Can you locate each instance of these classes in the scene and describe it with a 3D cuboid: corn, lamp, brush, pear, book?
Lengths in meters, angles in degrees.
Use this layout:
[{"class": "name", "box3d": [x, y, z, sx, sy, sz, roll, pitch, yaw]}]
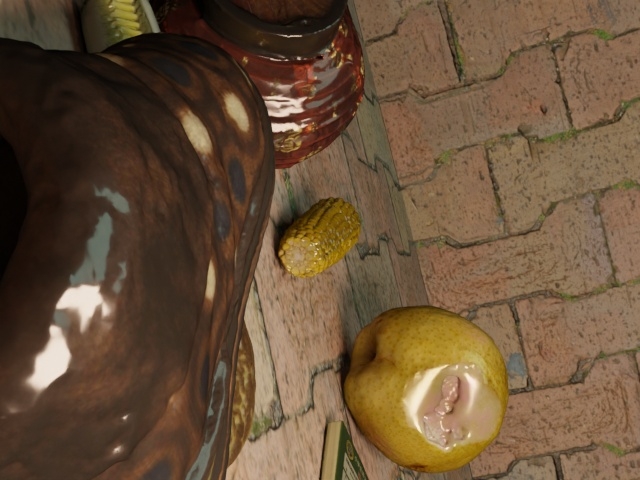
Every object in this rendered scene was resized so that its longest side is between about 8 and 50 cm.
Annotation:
[{"class": "corn", "box3d": [0.001, -0.005, 1.222, 0.260, 0.091, 0.091, -48, 144, -71]}, {"class": "lamp", "box3d": [-0.071, -0.176, 0.836, 0.247, 0.247, 0.246, -15, 90, -77]}, {"class": "brush", "box3d": [-0.192, -0.217, 0.735, 0.060, 0.068, 0.296, -3, 74, -55]}, {"class": "pear", "box3d": [0.165, 0.231, 1.322, 0.271, 0.271, 0.271, -15, 90, -77]}, {"class": "book", "box3d": [0.040, 0.397, 1.083, 0.264, 0.027, 0.202, -79, 151, -60]}]

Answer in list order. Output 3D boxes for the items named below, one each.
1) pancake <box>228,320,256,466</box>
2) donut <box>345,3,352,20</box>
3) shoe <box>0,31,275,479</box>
[{"class": "pancake", "box3d": [-0.116, 0.094, 0.747, 0.250, 0.031, 0.250, -15, 90, -76]}, {"class": "donut", "box3d": [-0.008, -0.320, 1.205, 0.216, 0.096, 0.230, -39, 114, -80]}, {"class": "shoe", "box3d": [-0.137, -0.024, 0.480, 0.237, 0.171, 0.383, 66, 23, -50]}]
